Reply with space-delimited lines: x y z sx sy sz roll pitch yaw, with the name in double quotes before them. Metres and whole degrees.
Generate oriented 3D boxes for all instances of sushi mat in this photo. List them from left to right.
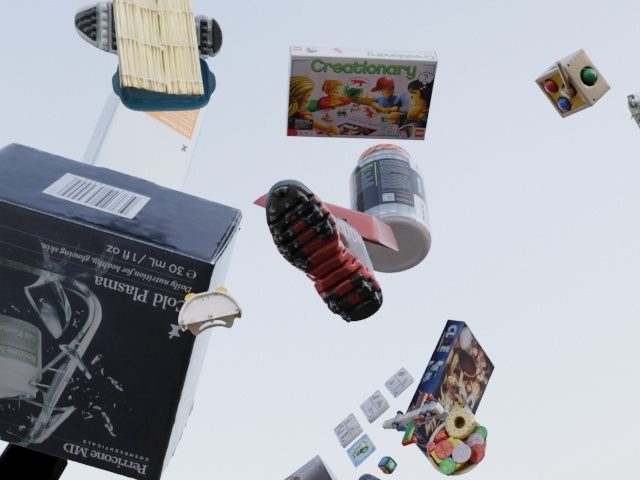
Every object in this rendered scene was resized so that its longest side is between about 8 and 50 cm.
"sushi mat" -0.284 -0.397 1.405 0.151 0.316 0.019 1 -14 -40

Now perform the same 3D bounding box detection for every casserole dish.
"casserole dish" -0.288 -0.297 1.521 0.188 0.037 0.114 -3 -55 -7

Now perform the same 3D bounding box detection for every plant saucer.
"plant saucer" 0.024 -0.044 1.650 0.259 0.047 0.258 18 0 14

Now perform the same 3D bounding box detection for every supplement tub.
"supplement tub" 0.167 -0.088 2.037 0.194 0.316 0.193 0 -47 0

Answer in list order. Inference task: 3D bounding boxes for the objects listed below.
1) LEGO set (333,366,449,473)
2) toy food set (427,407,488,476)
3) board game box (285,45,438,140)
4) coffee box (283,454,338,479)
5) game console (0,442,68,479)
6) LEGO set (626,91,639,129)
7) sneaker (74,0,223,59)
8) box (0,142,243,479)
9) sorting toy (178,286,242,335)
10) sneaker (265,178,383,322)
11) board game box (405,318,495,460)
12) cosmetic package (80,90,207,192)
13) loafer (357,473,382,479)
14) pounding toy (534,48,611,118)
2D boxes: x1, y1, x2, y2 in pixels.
"LEGO set" 0.126 0.331 1.449 0.182 0.244 0.060 -42 -77 -3
"toy food set" 0.173 0.259 1.042 0.083 0.082 0.020 -39 -51 0
"board game box" 0.082 -0.309 1.739 0.305 0.053 0.193 1 -52 -5
"coffee box" -0.060 0.630 1.892 0.246 0.141 0.098 -35 -62 -3
"game console" -0.713 0.434 1.714 0.361 0.213 0.044 41 -40 -17
"LEGO set" 0.664 -0.283 1.393 0.287 0.107 0.132 -9 -48 37
"sneaker" -0.350 -0.413 1.671 0.292 0.110 0.118 6 2 -19
"box" -0.447 0.129 1.548 0.480 0.297 0.471 16 -68 -1
"sorting toy" -0.148 0.104 1.106 0.083 0.045 0.075 -12 -35 -9
"sneaker" 0.000 0.000 1.261 0.098 0.135 0.276 -29 -56 12
"board game box" 0.251 0.300 1.600 0.042 0.243 0.165 3 -37 41
"cosmetic package" -0.455 -0.194 2.036 0.230 0.453 0.161 29 -42 -25
"loafer" 0.152 0.594 1.743 0.076 0.223 0.078 -17 -33 -53
"pounding toy" 0.546 -0.346 1.805 0.100 0.130 0.141 -42 8 -18
